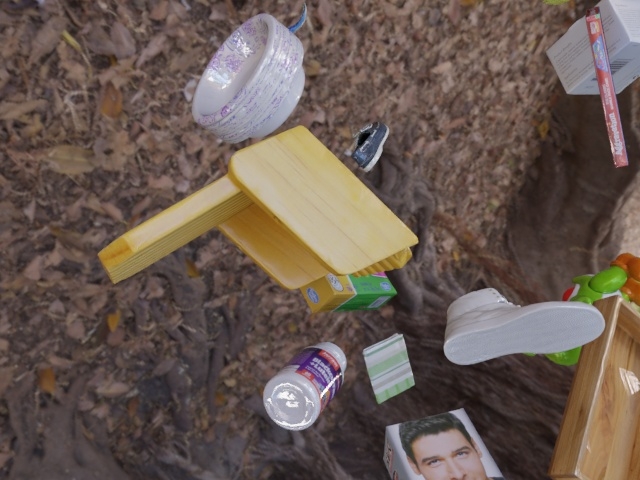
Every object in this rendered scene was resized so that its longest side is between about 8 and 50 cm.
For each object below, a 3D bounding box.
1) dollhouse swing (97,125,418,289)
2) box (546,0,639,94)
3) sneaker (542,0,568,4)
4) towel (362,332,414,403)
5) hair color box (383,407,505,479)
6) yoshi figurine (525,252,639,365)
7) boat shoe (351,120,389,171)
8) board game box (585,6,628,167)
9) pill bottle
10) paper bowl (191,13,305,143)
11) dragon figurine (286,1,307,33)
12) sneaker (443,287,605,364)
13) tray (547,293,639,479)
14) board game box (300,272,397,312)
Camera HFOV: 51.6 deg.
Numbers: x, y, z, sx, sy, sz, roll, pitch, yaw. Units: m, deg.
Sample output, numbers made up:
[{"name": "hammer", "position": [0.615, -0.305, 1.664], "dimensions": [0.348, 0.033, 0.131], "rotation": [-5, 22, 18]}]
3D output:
[{"name": "dollhouse swing", "position": [-0.104, 0.034, 0.989], "dimensions": [0.305, 0.315, 0.347], "rotation": [-48, -173, -17]}, {"name": "box", "position": [0.620, -0.410, 1.407], "dimensions": [0.181, 0.119, 0.181], "rotation": [-8, 160, -30]}, {"name": "sneaker", "position": [0.573, -0.556, 1.372], "dimensions": [0.240, 0.091, 0.126], "rotation": [-20, -171, 27]}, {"name": "towel", "position": [0.166, 0.312, 1.618], "dimensions": [0.113, 0.023, 0.152], "rotation": [-22, 111, -17]}, {"name": "hair color box", "position": [0.275, 0.526, 1.312], "dimensions": [0.185, 0.374, 0.114], "rotation": [-10, 125, -12]}, {"name": "yoshi figurine", "position": [0.668, 0.195, 1.633], "dimensions": [0.362, 0.204, 0.203], "rotation": [-31, 169, -4]}, {"name": "boat shoe", "position": [0.143, -0.300, 2.004], "dimensions": [0.095, 0.079, 0.255], "rotation": [-42, -162, 40]}, {"name": "board game box", "position": [0.541, -0.292, 1.251], "dimensions": [0.145, 0.027, 0.281], "rotation": [-49, 124, -59]}, {"name": "pill bottle", "position": [-0.020, 0.261, 1.233], "dimensions": [0.108, 0.108, 0.193], "rotation": [-64, 167, 22]}, {"name": "paper bowl", "position": [-0.146, -0.344, 1.472], "dimensions": [0.148, 0.284, 0.284], "rotation": [33, 94, -34]}, {"name": "dragon figurine", "position": [-0.149, -0.475, 1.610], "dimensions": [0.144, 0.085, 0.289], "rotation": [26, 113, -41]}, {"name": "sneaker", "position": [0.384, 0.141, 1.289], "dimensions": [0.169, 0.292, 0.108], "rotation": [-70, 146, -62]}, {"name": "tray", "position": [0.597, 0.335, 1.330], "dimensions": [0.076, 0.202, 0.411], "rotation": [-32, -156, 54]}, {"name": "board game box", "position": [0.000, 0.000, 1.373], "dimensions": [0.064, 0.317, 0.242], "rotation": [-42, 155, 25]}]
